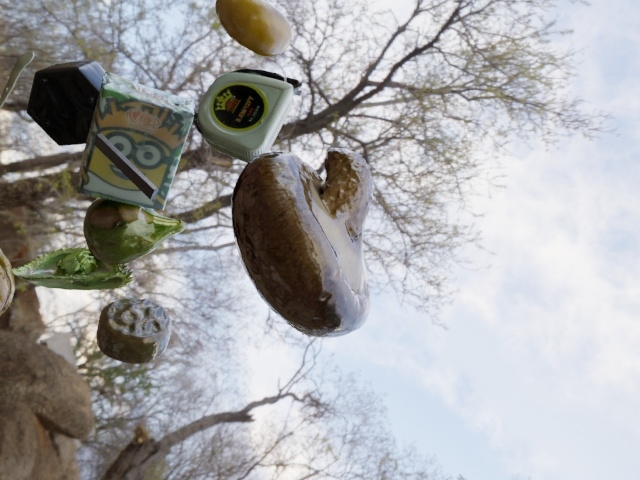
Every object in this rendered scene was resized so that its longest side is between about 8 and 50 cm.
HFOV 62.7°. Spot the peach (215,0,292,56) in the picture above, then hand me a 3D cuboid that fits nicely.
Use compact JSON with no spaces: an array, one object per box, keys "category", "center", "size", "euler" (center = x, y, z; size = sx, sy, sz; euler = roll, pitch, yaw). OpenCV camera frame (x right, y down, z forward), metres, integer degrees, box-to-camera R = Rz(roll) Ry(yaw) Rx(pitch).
[{"category":"peach","center":[-0.136,-0.454,1.093],"size":[0.103,0.179,0.179],"euler":[-46,-113,18]}]

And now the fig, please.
[{"category":"fig","center":[-0.525,-0.029,1.510],"size":[0.206,0.275,0.205],"euler":[-179,-90,-76]}]

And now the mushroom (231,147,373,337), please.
[{"category":"mushroom","center":[-0.022,0.010,0.898],"size":[0.239,0.345,0.345],"euler":[-30,-101,39]}]

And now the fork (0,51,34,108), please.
[{"category":"fork","center":[-0.623,-0.280,1.035],"size":[0.034,0.028,0.219],"euler":[42,-78,14]}]

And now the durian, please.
[{"category":"durian","center":[-0.774,0.112,1.692],"size":[0.169,0.356,0.157],"euler":[-104,-167,-71]}]

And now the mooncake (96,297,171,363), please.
[{"category":"mooncake","center":[-0.748,0.353,2.119],"size":[0.284,0.284,0.155],"euler":[38,-58,32]}]

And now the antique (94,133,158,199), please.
[{"category":"antique","center":[-0.429,-0.163,1.156],"size":[0.192,0.015,0.031],"euler":[43,-54,10]}]

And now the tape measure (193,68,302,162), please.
[{"category":"tape measure","center":[-0.183,-0.317,1.273],"size":[0.207,0.235,0.115],"euler":[22,-19,6]}]

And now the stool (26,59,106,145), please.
[{"category":"stool","center":[-0.671,-0.378,1.445],"size":[0.141,0.232,0.232],"euler":[-93,-168,-64]}]

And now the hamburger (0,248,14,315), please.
[{"category":"hamburger","center":[-0.873,0.088,1.339],"size":[0.144,0.157,0.282],"euler":[-138,-149,-61]}]

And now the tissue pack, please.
[{"category":"tissue pack","center":[-0.483,-0.248,1.367],"size":[0.310,0.228,0.128],"euler":[-61,-149,30]}]
